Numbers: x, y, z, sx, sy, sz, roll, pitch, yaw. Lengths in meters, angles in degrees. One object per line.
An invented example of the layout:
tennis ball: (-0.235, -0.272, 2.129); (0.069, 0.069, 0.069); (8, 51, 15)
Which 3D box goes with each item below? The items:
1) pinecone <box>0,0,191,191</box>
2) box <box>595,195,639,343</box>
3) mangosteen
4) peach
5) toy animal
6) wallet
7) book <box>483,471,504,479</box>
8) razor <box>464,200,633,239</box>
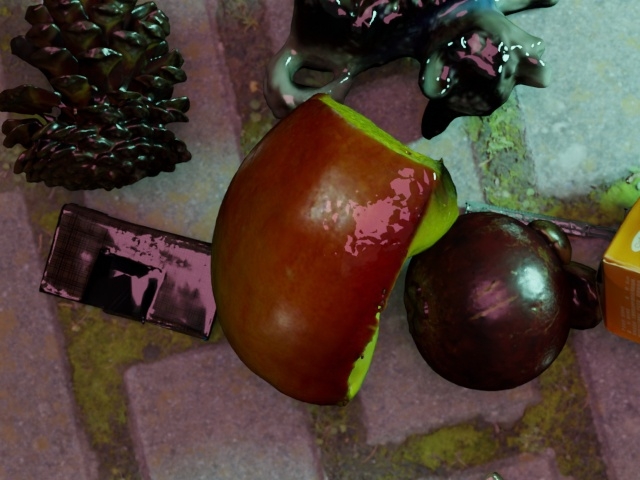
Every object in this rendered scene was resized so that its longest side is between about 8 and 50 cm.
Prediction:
pinecone: (-0.278, -0.195, 1.866); (0.246, 0.246, 0.292); (-9, 65, 3)
box: (0.511, 0.039, 1.735); (0.341, 0.143, 0.225); (21, 55, 26)
mangosteen: (0.227, 0.067, 1.822); (0.257, 0.215, 0.215); (-9, 84, -16)
peach: (0.000, 0.000, 1.729); (0.242, 0.306, 0.380); (29, 125, -3)
toy animal: (0.114, -0.242, 1.860); (0.344, 0.194, 0.303); (20, 81, 9)
wallet: (-0.231, 0.039, 1.929); (0.230, 0.042, 0.124); (16, 84, 3)
book: (0.169, 0.498, 1.849); (0.371, 0.043, 0.260); (-45, 83, 0)
razor: (0.283, -0.022, 1.906); (0.211, 0.036, 0.084); (12, 106, 10)
